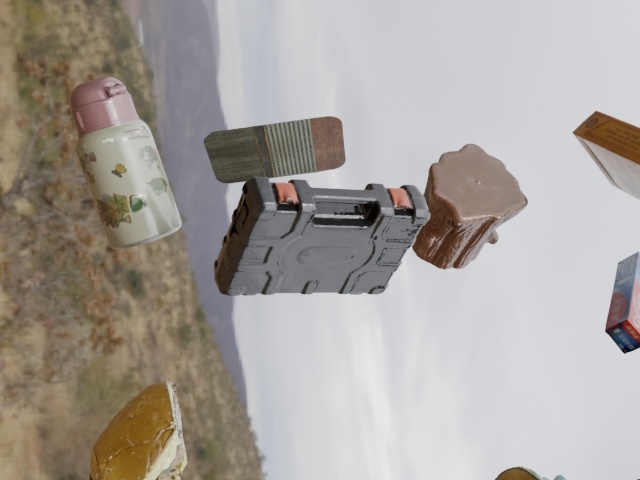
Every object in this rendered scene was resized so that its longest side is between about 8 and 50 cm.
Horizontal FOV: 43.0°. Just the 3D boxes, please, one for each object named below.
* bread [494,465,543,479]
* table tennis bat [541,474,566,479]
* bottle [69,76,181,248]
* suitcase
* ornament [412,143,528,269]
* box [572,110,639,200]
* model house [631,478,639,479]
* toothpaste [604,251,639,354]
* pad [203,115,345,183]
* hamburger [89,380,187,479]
[{"bbox_3d":[0.492,0.696,2.017,0.267,0.041,0.266,-45,-143,49],"label":"bread"},{"bbox_3d":[0.643,0.719,2.304,0.033,0.201,0.124,6,-74,40],"label":"table tennis bat"},{"bbox_3d":[-0.304,-0.121,1.237,0.120,0.121,0.253,-129,-158,-78],"label":"bottle"},{"bbox_3d":[0.000,0.000,1.197,0.206,0.286,0.066,116,-35,-42],"label":"suitcase"},{"bbox_3d":[0.312,-0.061,1.803,0.217,0.221,0.235,113,-8,-51],"label":"ornament"},{"bbox_3d":[0.649,-0.156,1.662,0.174,0.076,0.274,47,6,-23],"label":"box"},{"bbox_3d":[0.500,0.480,1.173,0.214,0.189,0.195,-8,-137,56],"label":"model house"},{"bbox_3d":[0.724,0.139,1.890,0.066,0.076,0.320,-37,-172,35],"label":"toothpaste"},{"bbox_3d":[-0.070,-0.102,1.547,0.055,0.250,0.323,-98,180,-49],"label":"pad"},{"bbox_3d":[-0.361,0.429,1.655,0.282,0.245,0.155,51,-29,42],"label":"hamburger"}]
